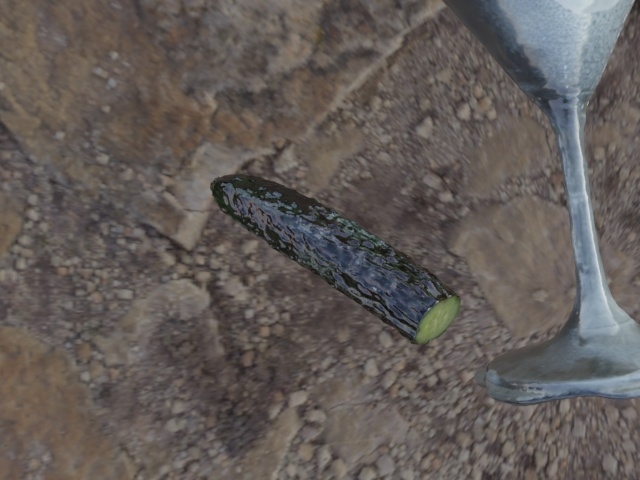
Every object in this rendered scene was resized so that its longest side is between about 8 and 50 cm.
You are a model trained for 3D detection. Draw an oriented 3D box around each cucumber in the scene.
[{"bbox_3d":[0.000,0.000,1.093,0.293,0.067,0.067,33,95,30],"label":"cucumber"}]

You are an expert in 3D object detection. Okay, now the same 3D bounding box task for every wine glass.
[{"bbox_3d":[0.090,-0.038,0.427,0.122,0.122,0.183,-8,96,12],"label":"wine glass"}]
